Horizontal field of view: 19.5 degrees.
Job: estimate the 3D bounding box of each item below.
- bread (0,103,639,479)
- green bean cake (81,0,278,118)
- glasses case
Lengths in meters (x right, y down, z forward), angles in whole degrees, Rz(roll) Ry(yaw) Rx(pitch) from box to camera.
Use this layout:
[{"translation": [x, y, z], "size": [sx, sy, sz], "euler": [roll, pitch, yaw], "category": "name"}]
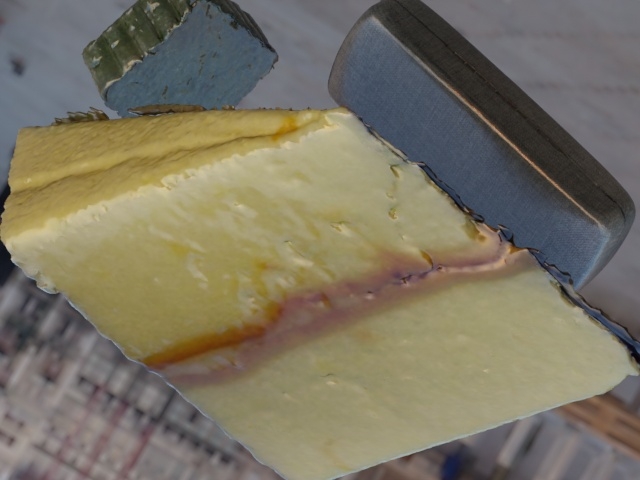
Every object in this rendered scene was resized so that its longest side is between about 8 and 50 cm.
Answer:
[{"translation": [0.000, 0.000, 1.460], "size": [0.345, 0.405, 0.242], "euler": [52, -156, -24], "category": "bread"}, {"translation": [-0.166, -0.216, 2.177], "size": [0.173, 0.181, 0.094], "euler": [32, -160, -50], "category": "green bean cake"}, {"translation": [0.146, -0.087, 1.728], "size": [0.323, 0.074, 0.131], "euler": [45, 135, 14], "category": "glasses case"}]
